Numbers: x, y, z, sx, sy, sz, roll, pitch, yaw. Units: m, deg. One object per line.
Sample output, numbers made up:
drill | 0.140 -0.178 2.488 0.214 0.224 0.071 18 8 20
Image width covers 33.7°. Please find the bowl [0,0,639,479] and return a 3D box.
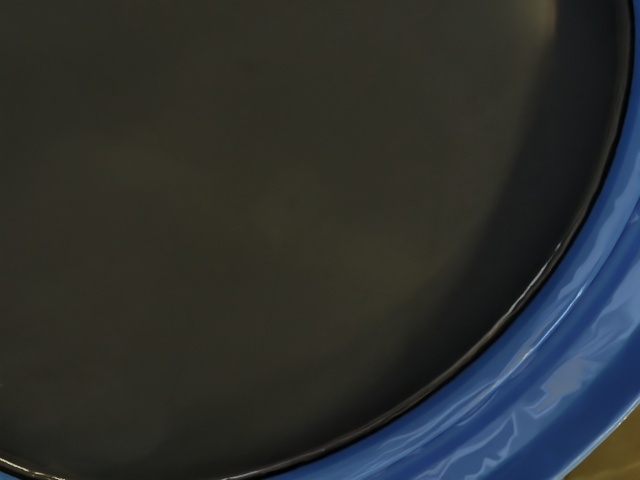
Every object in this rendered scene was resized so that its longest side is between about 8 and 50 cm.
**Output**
bowl | 0.000 0.000 0.399 0.391 0.391 0.077 -25 -136 -10
